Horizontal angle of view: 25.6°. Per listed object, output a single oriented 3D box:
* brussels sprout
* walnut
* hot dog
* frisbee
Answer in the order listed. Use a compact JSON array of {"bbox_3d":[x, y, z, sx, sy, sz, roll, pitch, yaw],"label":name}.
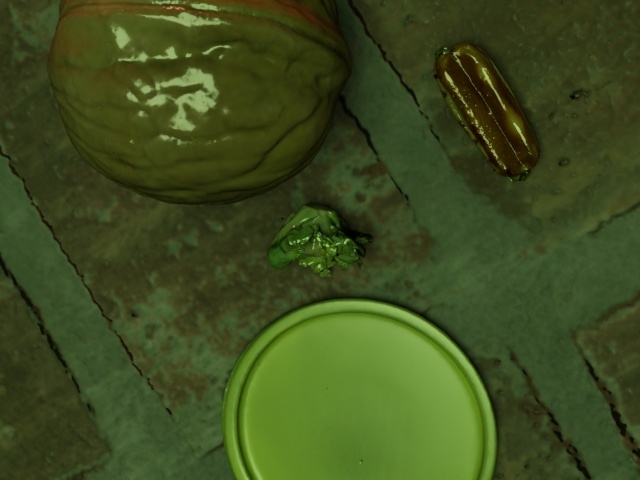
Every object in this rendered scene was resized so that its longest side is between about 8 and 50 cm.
[{"bbox_3d":[0.000,0.000,1.121,0.085,0.085,0.058,12,90,13],"label":"brussels sprout"},{"bbox_3d":[-0.087,-0.134,1.048,0.228,0.228,0.228,3,102,15],"label":"walnut"},{"bbox_3d":[0.129,-0.099,1.085,0.049,0.037,0.122,-29,98,7],"label":"hot dog"},{"bbox_3d":[0.031,0.160,1.171,0.235,0.017,0.236,3,101,14],"label":"frisbee"}]
